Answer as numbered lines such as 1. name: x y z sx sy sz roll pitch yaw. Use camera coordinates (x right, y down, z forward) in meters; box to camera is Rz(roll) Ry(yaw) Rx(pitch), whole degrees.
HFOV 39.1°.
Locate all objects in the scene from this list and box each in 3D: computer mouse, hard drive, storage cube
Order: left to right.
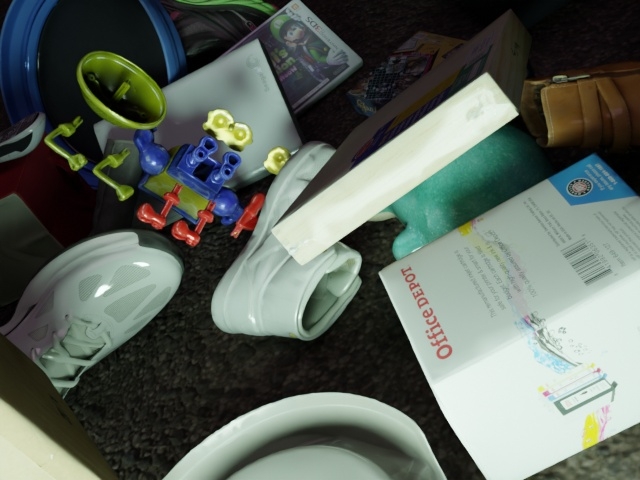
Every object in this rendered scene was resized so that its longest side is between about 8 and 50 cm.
1. computer mouse: -0.505 -0.141 1.432 0.193 0.042 0.106 -23 31 20
2. storage cube: -0.503 -0.038 1.499 0.215 0.183 0.193 -23 36 14
3. hard drive: -0.192 -0.160 1.425 0.308 0.040 0.203 -25 78 12

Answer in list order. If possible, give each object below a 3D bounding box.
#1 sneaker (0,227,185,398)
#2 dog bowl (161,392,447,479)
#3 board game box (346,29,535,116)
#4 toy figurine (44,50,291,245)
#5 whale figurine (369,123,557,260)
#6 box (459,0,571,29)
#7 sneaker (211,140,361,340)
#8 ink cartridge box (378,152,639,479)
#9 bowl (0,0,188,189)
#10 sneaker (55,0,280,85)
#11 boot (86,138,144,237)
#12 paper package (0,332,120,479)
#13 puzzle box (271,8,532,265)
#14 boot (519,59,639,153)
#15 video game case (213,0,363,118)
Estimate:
1. sneaker: -0.340 0.189 1.148 0.447 0.169 0.257 -35 43 11
2. dog bowl: -0.024 0.301 0.775 0.349 0.102 0.348 -21 36 16
3. board game box: 0.169 -0.229 1.324 0.165 0.042 0.243 -41 35 -12
4. toy figurine: -0.219 -0.080 1.265 0.217 0.363 0.191 -23 39 61
5. whale figurine: 0.143 -0.068 1.060 0.272 0.141 0.216 14 56 50
6. box: 0.320 -0.528 1.380 0.343 0.179 0.312 -34 53 0
7. sneaker: 0.000 0.000 1.134 0.169 0.108 0.292 5 59 40
8. ink cartridge box: 0.204 0.073 0.813 0.233 0.168 0.171 -28 34 6
9. bowl: -0.398 -0.285 1.582 0.391 0.391 0.077 -9 8 31
10. sneaker: -0.287 -0.338 1.632 0.483 0.185 0.202 2 56 16
11. boot: -0.295 -0.047 1.362 0.190 0.076 0.208 18 85 43
12. paper package: -0.358 0.173 0.842 0.168 0.309 0.325 -44 39 -13
13. puzzle box: 0.111 -0.134 1.030 0.272 0.052 0.409 -35 10 25
14. boot: 0.343 -0.128 0.931 0.220 0.109 0.283 -4 30 -7
15. video game case: -0.055 -0.299 1.519 0.190 0.022 0.173 -40 73 -10
